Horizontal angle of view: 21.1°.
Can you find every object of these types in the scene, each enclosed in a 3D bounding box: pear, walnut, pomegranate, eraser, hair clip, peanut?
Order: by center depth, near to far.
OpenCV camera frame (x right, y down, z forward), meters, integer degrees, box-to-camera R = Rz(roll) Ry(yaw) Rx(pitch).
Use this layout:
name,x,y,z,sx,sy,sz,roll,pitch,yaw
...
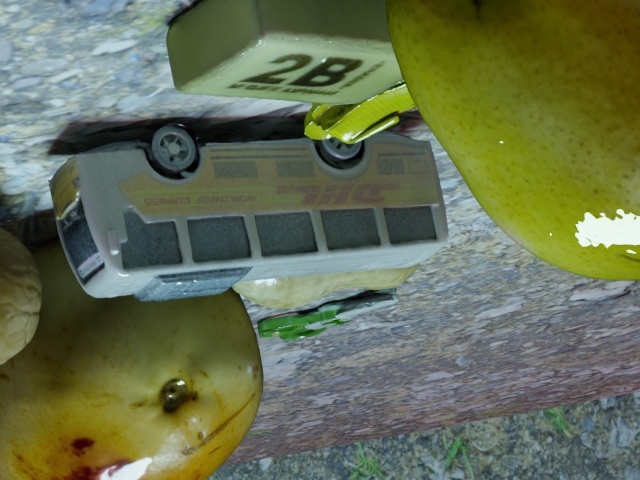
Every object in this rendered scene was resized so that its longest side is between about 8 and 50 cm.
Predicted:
name,x,y,z,sx,sy,sz,roll,pitch,yaw
pear,0.205,-0.106,1.141,0.336,0.284,0.285,-1,162,-28
eraser,-0.011,-0.143,1.248,0.172,0.058,0.117,1,162,-40
hair clip,0.062,-0.122,1.409,0.173,0.046,0.072,-20,154,26
walnut,-0.342,0.044,1.511,0.167,0.167,0.207,-19,163,27
peanut,0.000,0.000,1.679,0.253,0.122,0.137,-7,148,-29
pomegranate,-0.214,0.125,1.708,0.319,0.319,0.319,-11,166,-3

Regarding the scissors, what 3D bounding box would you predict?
name,x,y,z,sx,sy,sz,roll,pitch,yaw
scissors,0.017,0.097,2.246,0.204,0.027,0.101,-19,165,32

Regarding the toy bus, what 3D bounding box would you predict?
name,x,y,z,sx,sy,sz,roll,pitch,yaw
toy bus,-0.059,-0.028,1.494,0.343,0.138,0.097,-6,167,-27
